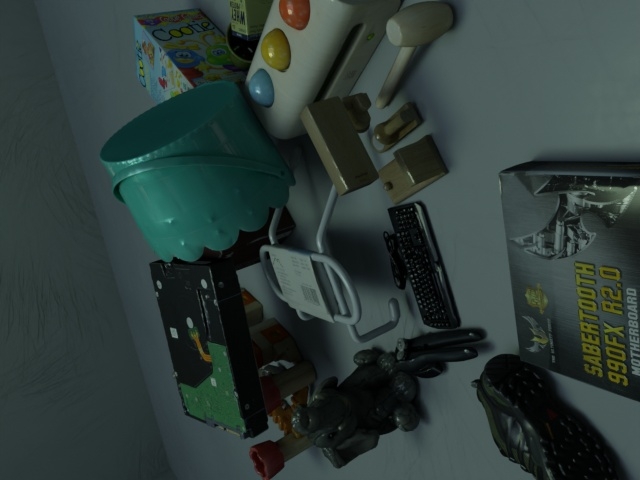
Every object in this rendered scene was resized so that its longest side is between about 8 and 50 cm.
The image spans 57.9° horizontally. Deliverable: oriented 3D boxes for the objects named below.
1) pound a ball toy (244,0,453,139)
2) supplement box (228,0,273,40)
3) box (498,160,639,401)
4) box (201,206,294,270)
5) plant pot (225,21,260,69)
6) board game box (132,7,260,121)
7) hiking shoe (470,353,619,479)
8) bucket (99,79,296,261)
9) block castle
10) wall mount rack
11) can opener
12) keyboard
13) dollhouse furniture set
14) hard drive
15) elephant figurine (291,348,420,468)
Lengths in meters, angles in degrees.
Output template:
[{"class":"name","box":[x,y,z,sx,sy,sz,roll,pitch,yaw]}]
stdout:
[{"class":"pound a ball toy","box":[0.006,-0.249,0.779,0.208,0.135,0.319,61,150,14]},{"class":"supplement box","box":[-0.097,-0.371,0.921,0.056,0.083,0.083,36,138,45]},{"class":"box","box":[0.281,0.036,0.585,0.183,0.056,0.231,13,119,55]},{"class":"box","box":[-0.190,-0.055,1.189,0.203,0.168,0.167,62,149,13]},{"class":"plant pot","box":[-0.129,-0.337,1.015,0.083,0.083,0.079,69,163,0]},{"class":"board game box","box":[-0.243,-0.320,1.136,0.275,0.142,0.144,50,145,30]},{"class":"hiking shoe","box":[0.277,0.254,0.724,0.227,0.086,0.114,61,163,25]},{"class":"bucket","box":[-0.201,-0.118,0.934,0.281,0.281,0.183,23,147,52]},{"class":"block castle","box":[-0.212,0.330,1.427,0.453,0.212,0.303,38,138,43]},{"class":"wall mount rack","box":[0.000,0.000,0.948,0.350,0.130,0.304,8,118,63]},{"class":"can opener","box":[0.172,0.161,0.859,0.186,0.073,0.059,-40,35,56]},{"class":"keyboard","box":[0.135,0.043,0.850,0.100,0.038,0.192,-11,98,60]},{"class":"dollhouse furniture set","box":[0.049,-0.108,0.772,0.144,0.151,0.123,64,151,4]},{"class":"hard drive","box":[-0.220,0.200,1.134,0.237,0.064,0.339,-1,102,48]},{"class":"elephant figurine","box":[0.031,0.290,0.970,0.169,0.239,0.186,15,121,55]}]
